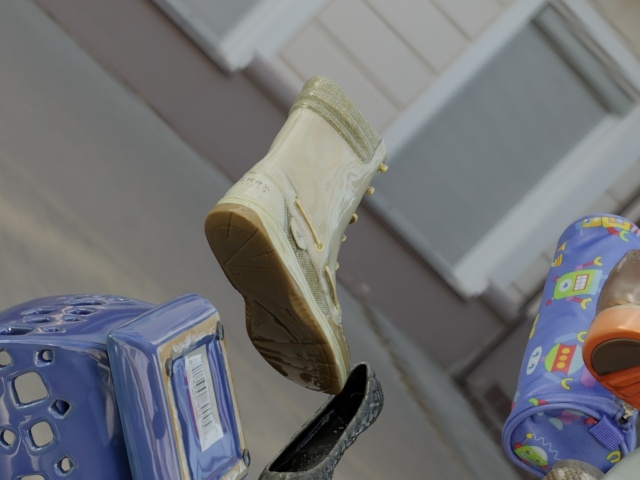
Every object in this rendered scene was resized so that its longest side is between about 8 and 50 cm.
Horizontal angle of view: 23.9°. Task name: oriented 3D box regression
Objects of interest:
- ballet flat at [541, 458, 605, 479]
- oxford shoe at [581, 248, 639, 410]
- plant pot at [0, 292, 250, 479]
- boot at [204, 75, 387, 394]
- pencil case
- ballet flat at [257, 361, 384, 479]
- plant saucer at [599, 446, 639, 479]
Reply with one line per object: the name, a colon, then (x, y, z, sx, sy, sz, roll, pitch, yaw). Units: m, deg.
ballet flat: (0.192, 0.275, 1.221, 0.084, 0.058, 0.250, 18, -45, 18)
oxford shoe: (0.407, 0.138, 1.417, 0.364, 0.130, 0.132, 38, 49, -18)
plant pot: (-0.200, 0.170, 1.416, 0.236, 0.212, 0.236, -26, 106, -71)
boot: (0.000, 0.000, 1.152, 0.077, 0.165, 0.213, 7, -41, 30)
pencil case: (0.273, 0.106, 1.518, 0.119, 0.133, 0.306, 51, 39, -25)
ballet flat: (-0.007, 0.159, 1.192, 0.057, 0.173, 0.049, 7, -55, 32)
plant saucer: (0.342, 0.140, 0.949, 0.400, 0.400, 0.100, 1, 82, -83)
